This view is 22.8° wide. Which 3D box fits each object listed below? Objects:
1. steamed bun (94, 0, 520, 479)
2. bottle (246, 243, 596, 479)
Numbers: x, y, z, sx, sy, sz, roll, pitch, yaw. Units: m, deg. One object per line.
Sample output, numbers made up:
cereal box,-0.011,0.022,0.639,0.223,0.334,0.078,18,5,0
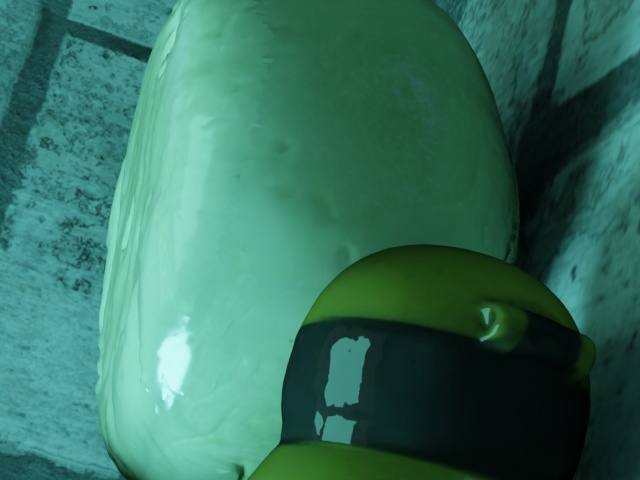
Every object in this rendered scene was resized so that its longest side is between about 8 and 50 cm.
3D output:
steamed bun,0.000,0.000,0.949,0.312,0.233,0.334,161,117,-74
bottle,0.028,0.173,0.704,0.171,0.171,0.351,139,149,-71
